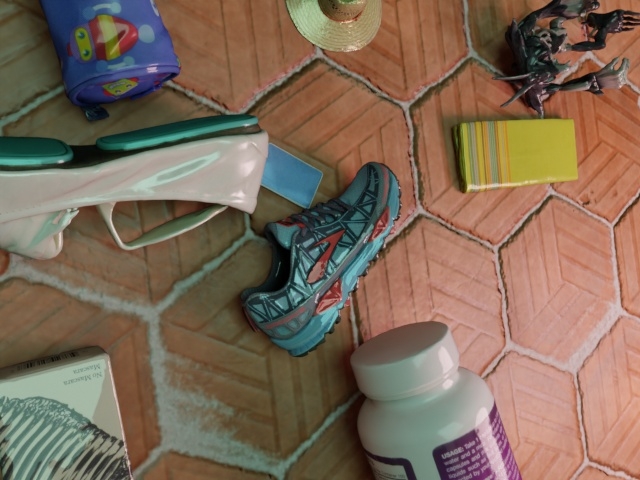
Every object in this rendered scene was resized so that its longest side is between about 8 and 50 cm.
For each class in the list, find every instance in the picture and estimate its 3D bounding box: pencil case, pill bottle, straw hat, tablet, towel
[{"bbox_3d":[-0.233,-0.284,0.604,0.120,0.133,0.305,-16,94,6],"label":"pencil case"},{"bbox_3d":[0.144,0.259,0.731,0.169,0.169,0.301,-23,98,-26],"label":"pill bottle"},{"bbox_3d":[0.034,-0.315,0.770,0.145,0.061,0.144,2,86,-26],"label":"straw hat"},{"bbox_3d":[-0.040,-0.080,0.750,0.083,0.006,0.054,27,76,-22],"label":"tablet"},{"bbox_3d":[0.302,-0.132,0.918,0.237,0.021,0.102,-8,96,-27],"label":"towel"}]

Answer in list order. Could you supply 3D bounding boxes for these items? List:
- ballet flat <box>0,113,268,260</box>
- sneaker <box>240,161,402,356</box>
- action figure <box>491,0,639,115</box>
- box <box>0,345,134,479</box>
[{"bbox_3d":[-0.233,-0.046,0.596,0.401,0.139,0.139,-11,92,-27],"label":"ballet flat"},{"bbox_3d":[0.000,0.000,0.712,0.125,0.104,0.261,35,72,-18],"label":"sneaker"},{"bbox_3d":[0.376,-0.299,0.897,0.275,0.141,0.164,-45,118,-23],"label":"action figure"},{"bbox_3d":[-0.238,0.250,0.583,0.113,0.094,0.274,-13,92,-26],"label":"box"}]
